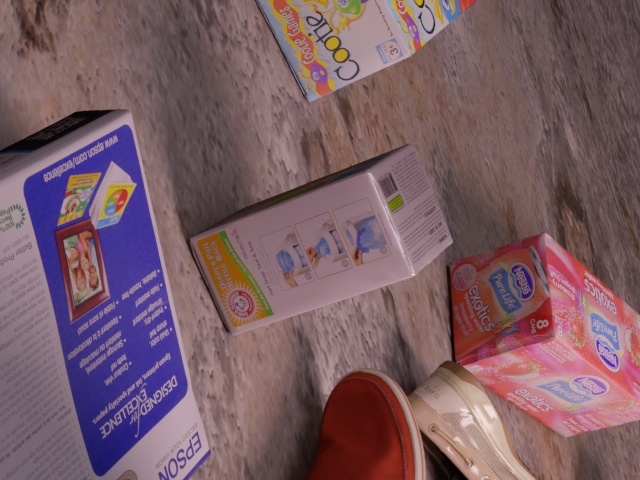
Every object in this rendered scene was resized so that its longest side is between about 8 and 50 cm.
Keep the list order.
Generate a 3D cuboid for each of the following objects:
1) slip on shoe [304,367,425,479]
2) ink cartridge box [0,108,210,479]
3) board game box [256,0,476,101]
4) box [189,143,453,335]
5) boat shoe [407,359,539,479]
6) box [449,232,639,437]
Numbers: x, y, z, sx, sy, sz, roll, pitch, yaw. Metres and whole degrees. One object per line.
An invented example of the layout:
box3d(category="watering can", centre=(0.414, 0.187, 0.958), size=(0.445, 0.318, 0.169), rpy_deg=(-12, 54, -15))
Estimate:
box3d(category="slip on shoe", centre=(0.018, 0.254, 1.147), size=(0.101, 0.123, 0.331), rpy_deg=(41, 46, -34))
box3d(category="ink cartridge box", centre=(-0.203, 0.094, 0.905), size=(0.303, 0.072, 0.307), rpy_deg=(-43, 128, -58))
box3d(category="board game box", centre=(0.063, -0.290, 1.507), size=(0.144, 0.142, 0.275), rpy_deg=(62, 31, -12))
box3d(category="box", centre=(0.000, 0.000, 1.175), size=(0.114, 0.203, 0.103), rpy_deg=(-35, 103, -61))
box3d(category="boat shoe", centre=(0.185, 0.280, 1.423), size=(0.098, 0.109, 0.302), rpy_deg=(-36, 108, -18))
box3d(category="box", centre=(0.304, 0.131, 1.643), size=(0.300, 0.142, 0.154), rpy_deg=(35, 45, -44))
